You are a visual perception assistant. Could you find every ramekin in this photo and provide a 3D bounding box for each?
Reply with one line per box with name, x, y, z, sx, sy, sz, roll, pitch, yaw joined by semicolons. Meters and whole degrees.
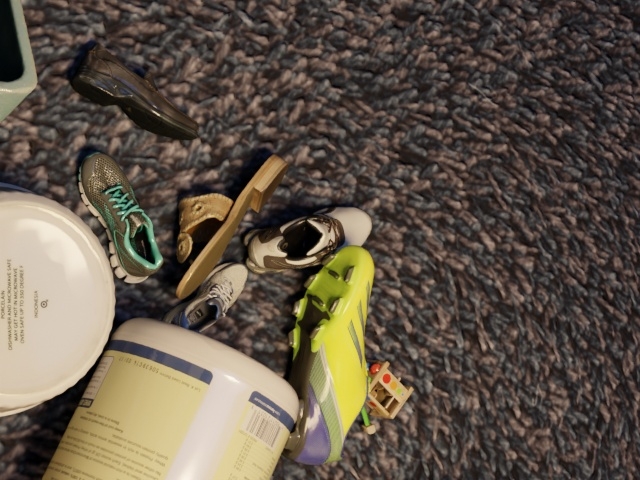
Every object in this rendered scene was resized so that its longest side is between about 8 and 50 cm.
ramekin;-0.351;0.065;1.439;0.272;0.127;0.273;2;87;-32

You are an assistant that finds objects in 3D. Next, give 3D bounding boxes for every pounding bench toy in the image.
pounding bench toy;0.068;0.207;1.736;0.065;0.052;0.083;47;66;-21

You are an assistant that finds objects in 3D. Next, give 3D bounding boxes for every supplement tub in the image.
supplement tub;-0.187;0.276;1.467;0.235;0.235;0.325;33;71;-26

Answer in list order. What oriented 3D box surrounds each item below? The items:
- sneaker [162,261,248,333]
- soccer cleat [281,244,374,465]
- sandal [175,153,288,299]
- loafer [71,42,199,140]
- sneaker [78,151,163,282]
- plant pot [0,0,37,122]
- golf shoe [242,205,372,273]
sneaker;-0.131;0.078;1.615;0.135;0.058;0.052;-46;111;-26
soccer cleat;0.021;0.148;1.670;0.121;0.093;0.289;14;95;-33
sandal;-0.137;-0.032;1.622;0.079;0.088;0.240;34;60;7
loafer;-0.214;-0.177;1.575;0.170;0.062;0.061;30;68;-29
sneaker;-0.229;-0.030;1.548;0.065;0.076;0.166;-31;104;-30
plant pot;-0.455;-0.198;1.298;0.247;0.252;0.248;-3;68;-32
golf shoe;0.000;0.000;1.680;0.198;0.094;0.077;-18;94;-33
